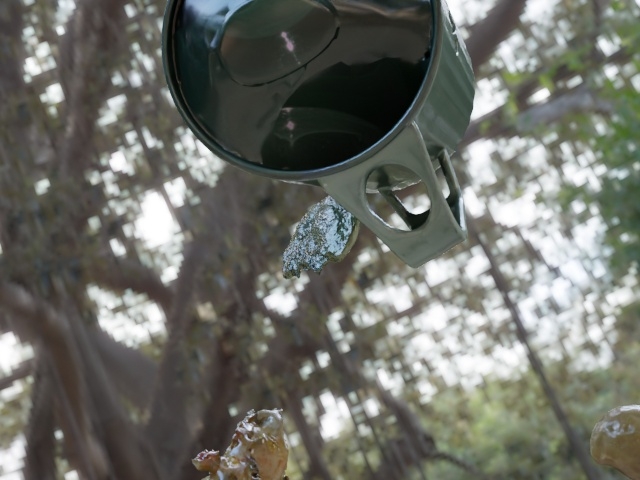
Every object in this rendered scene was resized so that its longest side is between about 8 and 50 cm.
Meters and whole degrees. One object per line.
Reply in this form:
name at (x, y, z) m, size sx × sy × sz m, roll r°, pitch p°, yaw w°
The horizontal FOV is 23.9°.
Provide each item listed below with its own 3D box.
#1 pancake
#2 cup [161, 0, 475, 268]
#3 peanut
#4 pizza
pancake at (0.000, -0.006, 1.913) m, size 0.023 × 0.116 × 0.129 m, roll 35°, pitch -27°, yaw -32°
cup at (0.023, -0.161, 1.754) m, size 0.310 × 0.400 × 0.392 m, roll -2°, pitch -6°, yaw 16°
peanut at (0.425, 0.224, 1.710) m, size 0.237 × 0.110 × 0.120 m, roll -1°, pitch -54°, yaw 9°
pizza at (-0.094, 0.337, 1.958) m, size 0.071 × 0.189 × 0.297 m, roll -33°, pitch 14°, yaw 36°
